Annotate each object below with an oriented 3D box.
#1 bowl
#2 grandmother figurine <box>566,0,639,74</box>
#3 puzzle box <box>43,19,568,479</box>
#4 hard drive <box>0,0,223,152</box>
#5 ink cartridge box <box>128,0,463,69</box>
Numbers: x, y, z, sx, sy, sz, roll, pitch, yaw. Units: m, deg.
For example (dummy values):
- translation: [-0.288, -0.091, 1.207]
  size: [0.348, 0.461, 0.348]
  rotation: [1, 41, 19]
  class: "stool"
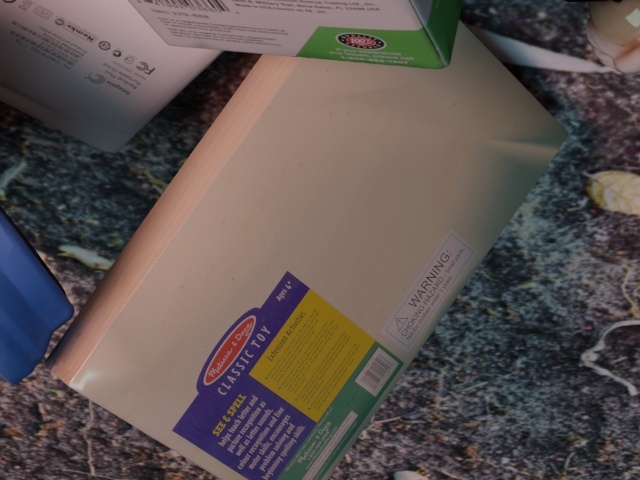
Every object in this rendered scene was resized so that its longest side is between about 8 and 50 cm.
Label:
- translation: [-0.321, -0.067, 1.137]
  size: [0.077, 0.391, 0.391]
  rotation: [-39, 139, -9]
  class: "bowl"
- translation: [0.185, -0.235, 1.103]
  size: [0.208, 0.104, 0.342]
  rotation: [7, 155, 40]
  class: "grandmother figurine"
- translation: [0.000, 0.000, 1.222]
  size: [0.272, 0.052, 0.409]
  rotation: [40, 84, -38]
  class: "puzzle box"
- translation: [-0.157, -0.216, 1.169]
  size: [0.233, 0.047, 0.353]
  rotation: [27, 136, -29]
  class: "hard drive"
- translation: [-0.041, -0.219, 0.917]
  size: [0.211, 0.121, 0.289]
  rotation: [8, 165, 19]
  class: "ink cartridge box"
